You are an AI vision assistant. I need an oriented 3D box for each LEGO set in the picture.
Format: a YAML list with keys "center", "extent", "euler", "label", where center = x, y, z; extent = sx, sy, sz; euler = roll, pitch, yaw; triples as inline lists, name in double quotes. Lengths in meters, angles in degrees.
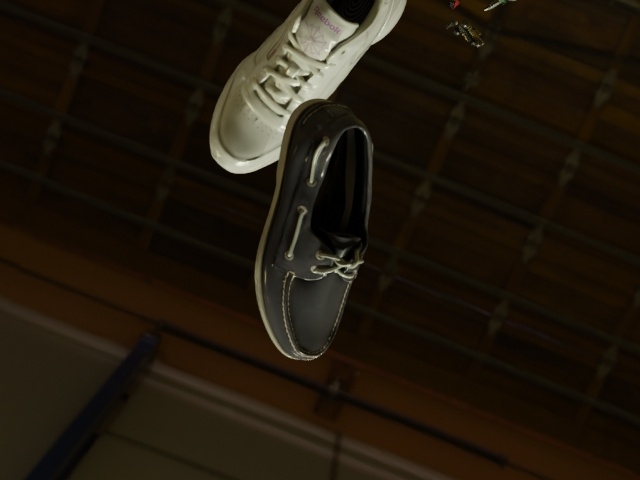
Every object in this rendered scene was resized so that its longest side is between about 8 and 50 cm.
- center: [0.107, -0.168, 0.623]
  extent: [0.023, 0.083, 0.054]
  euler: [-33, -101, -31]
  label: "LEGO set"

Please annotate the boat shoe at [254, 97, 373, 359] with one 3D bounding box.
- center: [0.000, 0.000, 0.715]
  extent: [0.075, 0.206, 0.065]
  euler: [-2, -164, -30]
  label: "boat shoe"

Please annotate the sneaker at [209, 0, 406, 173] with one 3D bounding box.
- center: [-0.026, -0.208, 1.067]
  extent: [0.114, 0.305, 0.152]
  euler: [40, -175, 3]
  label: "sneaker"
